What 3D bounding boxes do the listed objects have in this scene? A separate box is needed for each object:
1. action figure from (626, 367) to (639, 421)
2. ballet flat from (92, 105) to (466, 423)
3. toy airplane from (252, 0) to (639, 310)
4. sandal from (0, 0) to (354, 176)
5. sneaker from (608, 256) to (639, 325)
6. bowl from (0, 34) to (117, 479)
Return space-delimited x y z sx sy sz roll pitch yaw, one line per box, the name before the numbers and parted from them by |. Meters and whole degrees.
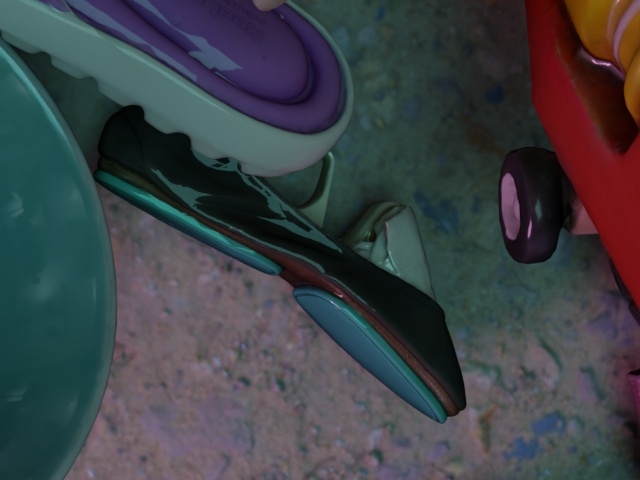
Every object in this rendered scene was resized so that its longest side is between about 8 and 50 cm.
action figure | 0.307 0.240 0.769 0.275 0.248 0.370 -8 105 -40
ballet flat | 0.000 0.000 0.658 0.280 0.095 0.096 37 80 -19
toy airplane | 0.153 -0.195 0.502 0.384 0.272 0.386 39 77 7
sandal | -0.141 -0.178 0.537 0.416 0.169 0.102 26 134 -27
sneaker | 0.239 -0.050 0.671 0.118 0.107 0.279 -9 86 -20
bowl | -0.268 0.020 0.515 0.163 0.311 0.311 -22 115 39
